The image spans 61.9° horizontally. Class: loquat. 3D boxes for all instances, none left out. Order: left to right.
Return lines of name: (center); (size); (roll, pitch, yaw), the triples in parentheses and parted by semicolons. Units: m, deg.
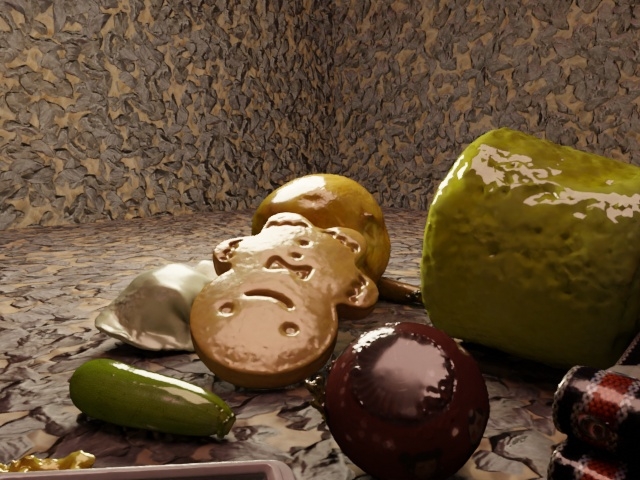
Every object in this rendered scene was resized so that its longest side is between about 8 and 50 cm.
loquat: (0.000, 0.000, 1.101); (0.275, 0.276, 0.283); (-5, -8, -33)

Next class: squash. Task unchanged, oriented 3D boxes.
squash: (-0.188, 0.178, 0.589); (0.201, 0.066, 0.066); (10, 11, 14)

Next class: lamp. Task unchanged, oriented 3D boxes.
lamp: (0.084, 0.161, 0.527); (0.156, 0.135, 0.157); (-32, 48, -14)

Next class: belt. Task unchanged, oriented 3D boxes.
belt: (0.331, 0.163, 0.539); (0.094, 0.126, 0.359); (11, 13, 41)

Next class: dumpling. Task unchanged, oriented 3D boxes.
dumpling: (-0.235, 0.113, 0.857); (0.166, 0.126, 0.215); (37, 17, 27)

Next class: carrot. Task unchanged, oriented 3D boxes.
carrot: (0.198, 0.114, 1.081); (0.254, 0.049, 0.049); (12, 14, 33)

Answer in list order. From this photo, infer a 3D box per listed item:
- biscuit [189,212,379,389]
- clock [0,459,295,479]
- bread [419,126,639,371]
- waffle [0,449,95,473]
biscuit: (-0.055, 0.070, 0.811); (0.275, 0.052, 0.355); (18, 39, 16)
clock: (-0.098, 0.197, 0.288); (0.197, 0.063, 0.150); (7, 22, -21)
bread: (0.346, 0.013, 0.793); (0.307, 0.349, 0.348); (13, 15, 40)
waffle: (-0.233, 0.213, 0.374); (0.210, 0.055, 0.160); (-1, 11, -11)
